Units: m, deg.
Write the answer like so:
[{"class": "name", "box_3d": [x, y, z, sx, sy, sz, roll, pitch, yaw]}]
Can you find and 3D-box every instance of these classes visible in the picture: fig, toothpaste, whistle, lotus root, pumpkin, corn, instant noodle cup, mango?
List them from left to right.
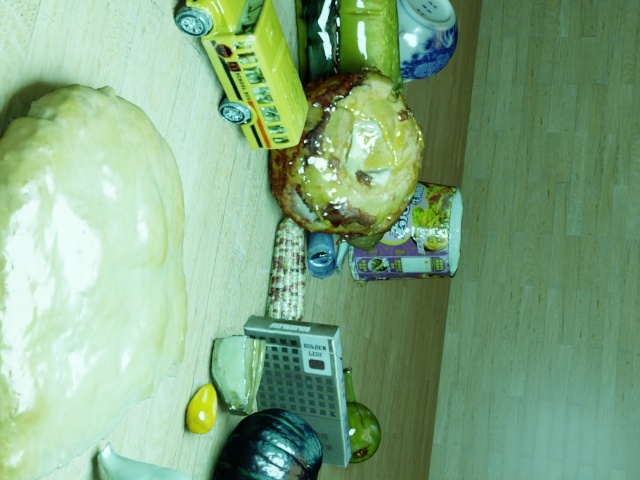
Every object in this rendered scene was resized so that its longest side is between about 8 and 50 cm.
[{"class": "mango", "box_3d": [-0.192, 0.276, 1.350, 0.060, 0.046, 0.089, 70, 26, -50]}, {"class": "lotus root", "box_3d": [-0.149, 0.232, 1.439, 0.143, 0.070, 0.144, 59, 35, -70]}, {"class": "pumpkin", "box_3d": [-0.064, 0.428, 1.451, 0.248, 0.248, 0.248, 4, 90, -72]}, {"class": "corn", "box_3d": [-0.067, 0.071, 1.652, 0.079, 0.079, 0.237, 33, 58, -69]}, {"class": "whistle", "box_3d": [0.000, 0.000, 1.732, 0.304, 0.062, 0.062, -94, -178, -72]}, {"class": "fig", "box_3d": [0.069, 0.454, 2.127, 0.259, 0.151, 0.151, -107, -175, -52]}, {"class": "toothpaste", "box_3d": [0.069, -0.016, 2.103, 0.056, 0.036, 0.205, 60, 42, -63]}, {"class": "instant noodle cup", "box_3d": [0.245, -0.024, 2.267, 0.340, 0.266, 0.340, 5, 90, -72]}]

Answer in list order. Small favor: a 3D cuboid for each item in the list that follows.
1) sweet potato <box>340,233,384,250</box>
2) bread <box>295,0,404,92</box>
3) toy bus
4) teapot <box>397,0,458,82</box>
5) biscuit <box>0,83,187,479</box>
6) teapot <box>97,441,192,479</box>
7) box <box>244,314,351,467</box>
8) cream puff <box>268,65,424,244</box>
[{"class": "sweet potato", "box_3d": [0.061, -0.102, 1.936, 0.423, 0.130, 0.130, 54, 43, -53]}, {"class": "bread", "box_3d": [0.062, -0.452, 1.742, 0.251, 0.208, 0.377, -56, 142, -65]}, {"class": "toy bus", "box_3d": [-0.116, -0.293, 1.335, 0.335, 0.123, 0.121, 68, 31, -54]}, {"class": "teapot", "box_3d": [0.220, -0.525, 2.169, 0.424, 0.252, 0.280, -40, 173, -40]}, {"class": "biscuit", "box_3d": [-0.264, 0.040, 0.990, 0.429, 0.104, 0.446, -11, 105, -71]}, {"class": "teapot", "box_3d": [-0.221, 0.428, 1.131, 0.318, 0.149, 0.220, 66, 27, -54]}, {"class": "box", "box_3d": [-0.040, 0.298, 1.603, 0.047, 0.180, 0.325, -56, 146, -55]}, {"class": "cream puff", "box_3d": [0.037, -0.163, 1.626, 0.350, 0.228, 0.350, -4, 97, -36]}]
